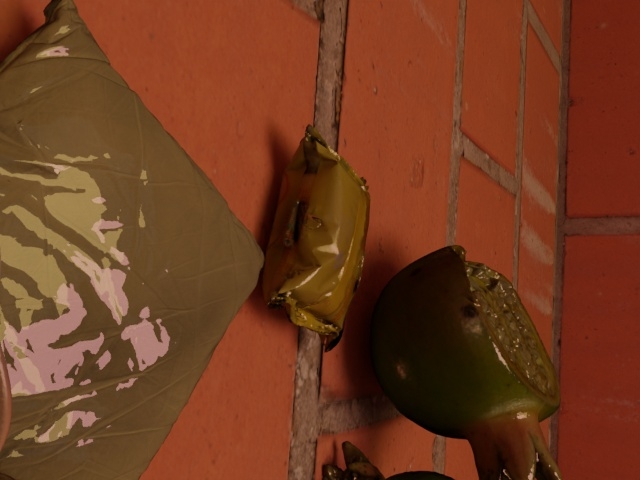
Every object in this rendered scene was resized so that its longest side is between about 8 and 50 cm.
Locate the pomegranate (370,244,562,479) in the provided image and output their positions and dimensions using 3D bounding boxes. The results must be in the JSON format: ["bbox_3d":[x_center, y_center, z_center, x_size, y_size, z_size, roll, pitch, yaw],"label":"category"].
[{"bbox_3d":[0.191,0.189,0.977,0.310,0.216,0.358,34,39,-51],"label":"pomegranate"}]

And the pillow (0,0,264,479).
[{"bbox_3d":[-0.174,0.023,0.501,0.274,0.076,0.280,53,49,-36],"label":"pillow"}]

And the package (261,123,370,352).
[{"bbox_3d":[0.000,0.000,0.796,0.168,0.090,0.226,44,55,-56],"label":"package"}]

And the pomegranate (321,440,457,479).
[{"bbox_3d":[0.102,0.375,0.891,0.263,0.211,0.211,54,39,-11],"label":"pomegranate"}]

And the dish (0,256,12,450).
[{"bbox_3d":[-0.248,0.041,0.313,0.229,0.081,0.229,0,91,-17],"label":"dish"}]
